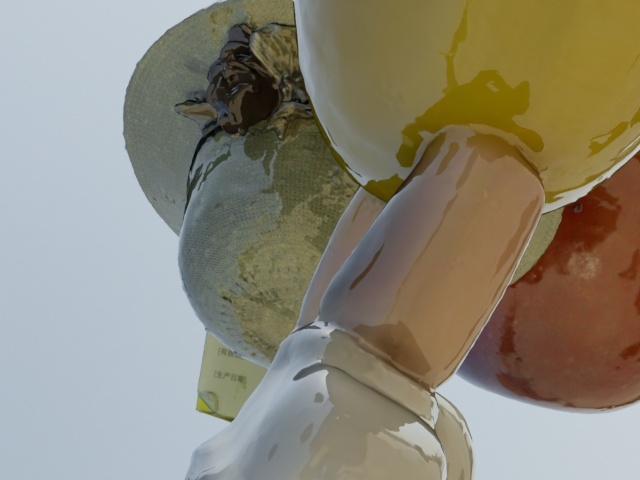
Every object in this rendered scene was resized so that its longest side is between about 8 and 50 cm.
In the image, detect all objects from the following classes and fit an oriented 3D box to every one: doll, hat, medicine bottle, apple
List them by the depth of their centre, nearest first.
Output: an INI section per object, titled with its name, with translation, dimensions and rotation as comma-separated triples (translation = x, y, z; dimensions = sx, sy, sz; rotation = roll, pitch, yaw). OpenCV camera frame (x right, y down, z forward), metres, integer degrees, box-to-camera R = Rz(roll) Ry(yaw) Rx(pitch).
[doll]
translation = 0.057, -0.078, 0.524
dimensions = 0.348, 0.161, 0.423
rotation = -88, 19, -65
[hat]
translation = 0.000, 0.000, 0.888
dimensions = 0.130, 0.257, 0.257
rotation = -74, -22, -43
[apple]
translation = 0.169, 0.012, 1.124
dimensions = 0.218, 0.218, 0.201
rotation = 6, -75, -53
[medicine bottle]
translation = -0.021, 0.088, 1.509
dimensions = 0.250, 0.137, 0.141
rotation = -39, -42, -79
